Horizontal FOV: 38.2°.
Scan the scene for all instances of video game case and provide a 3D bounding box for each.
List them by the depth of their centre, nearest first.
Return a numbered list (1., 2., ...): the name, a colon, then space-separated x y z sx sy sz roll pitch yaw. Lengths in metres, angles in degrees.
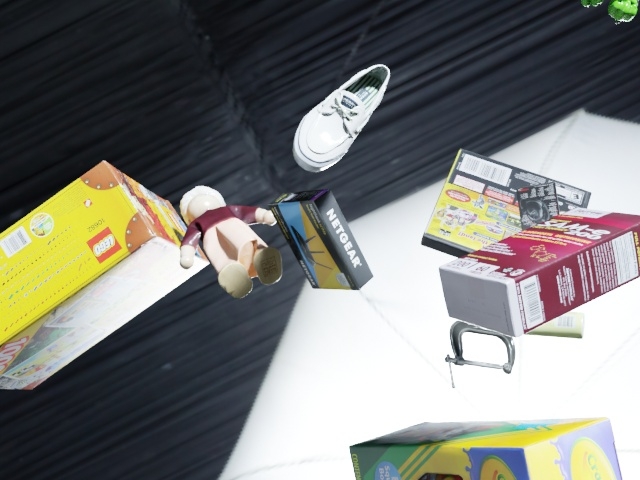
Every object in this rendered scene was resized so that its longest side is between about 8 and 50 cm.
1. video game case: 0.360 -0.043 1.776 0.035 0.275 0.248 97 16 -52

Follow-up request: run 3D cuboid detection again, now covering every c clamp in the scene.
1. c clamp: 0.289 0.207 1.670 0.022 0.161 0.137 126 -38 -50

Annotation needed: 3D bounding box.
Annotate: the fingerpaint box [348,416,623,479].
1. fingerpaint box: 0.236 0.469 1.208 0.371 0.163 0.444 -18 -98 56

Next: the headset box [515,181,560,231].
1. headset box: 0.344 -0.047 1.457 0.032 0.062 0.083 -27 108 -77

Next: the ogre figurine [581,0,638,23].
1. ogre figurine: 0.327 -0.355 1.101 0.197 0.118 0.096 42 -29 27

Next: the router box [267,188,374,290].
1. router box: 0.000 0.000 1.580 0.133 0.046 0.178 -3 -59 53

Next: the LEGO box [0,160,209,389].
1. LEGO box: -0.530 0.090 1.918 0.193 0.500 0.372 55 2 13

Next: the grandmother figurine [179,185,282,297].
1. grandmother figurine: -0.183 -0.016 1.777 0.342 0.208 0.104 42 -36 54

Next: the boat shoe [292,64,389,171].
1. boat shoe: 0.032 -0.198 1.410 0.083 0.226 0.076 34 -37 -1

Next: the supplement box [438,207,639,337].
1. supplement box: 0.281 0.033 1.134 0.130 0.240 0.073 13 -60 59

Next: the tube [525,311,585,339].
1. tube: 0.474 0.185 2.095 0.070 0.240 0.062 11 82 -70
